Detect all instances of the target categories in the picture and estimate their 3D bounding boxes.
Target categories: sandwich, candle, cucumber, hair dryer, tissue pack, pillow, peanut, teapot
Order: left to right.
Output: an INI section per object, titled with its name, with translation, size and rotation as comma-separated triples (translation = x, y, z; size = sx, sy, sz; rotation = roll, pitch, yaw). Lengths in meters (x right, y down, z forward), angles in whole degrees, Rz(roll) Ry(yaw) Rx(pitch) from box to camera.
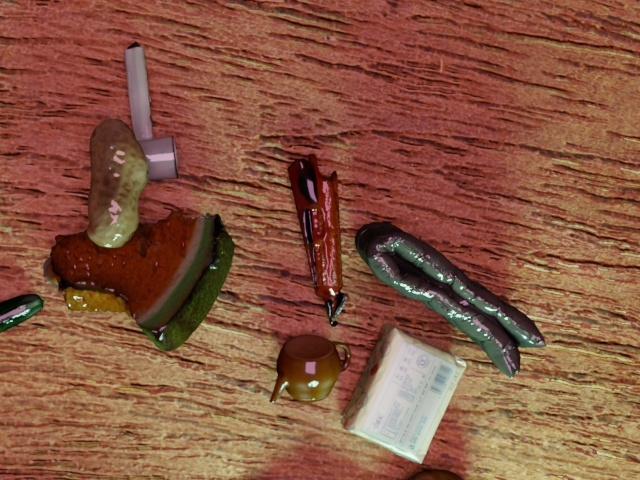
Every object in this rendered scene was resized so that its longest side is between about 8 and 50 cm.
[cucumber]
translation = -0.509, 0.117, 1.741
size = 0.105, 0.048, 0.048
rotation = -25, 94, -10
[peanut]
translation = -0.324, -0.092, 1.661
size = 0.100, 0.099, 0.214
rotation = 7, 70, -8
[sandwich]
translation = -0.308, 0.067, 1.720
size = 0.301, 0.162, 0.250
rotation = 11, 52, 9
[hair dryer]
translation = -0.312, -0.216, 1.757
size = 0.131, 0.073, 0.236
rotation = -5, 88, -7
[teapot]
translation = -0.016, 0.226, 1.787
size = 0.173, 0.116, 0.116
rotation = -19, 93, -34
[candle]
translation = 0.000, 0.000, 1.806
size = 0.084, 0.059, 0.301
rotation = -7, 89, 4
[tissue pack]
translation = 0.141, 0.263, 1.809
size = 0.148, 0.092, 0.196
rotation = 26, 85, -8
[pillow]
translation = 0.206, 0.084, 1.748
size = 0.326, 0.228, 0.101
rotation = 38, 91, -7

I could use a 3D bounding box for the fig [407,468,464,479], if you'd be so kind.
[fig]
translation = 0.214, 0.472, 1.787
size = 0.149, 0.202, 0.148
rotation = -17, 109, -42
